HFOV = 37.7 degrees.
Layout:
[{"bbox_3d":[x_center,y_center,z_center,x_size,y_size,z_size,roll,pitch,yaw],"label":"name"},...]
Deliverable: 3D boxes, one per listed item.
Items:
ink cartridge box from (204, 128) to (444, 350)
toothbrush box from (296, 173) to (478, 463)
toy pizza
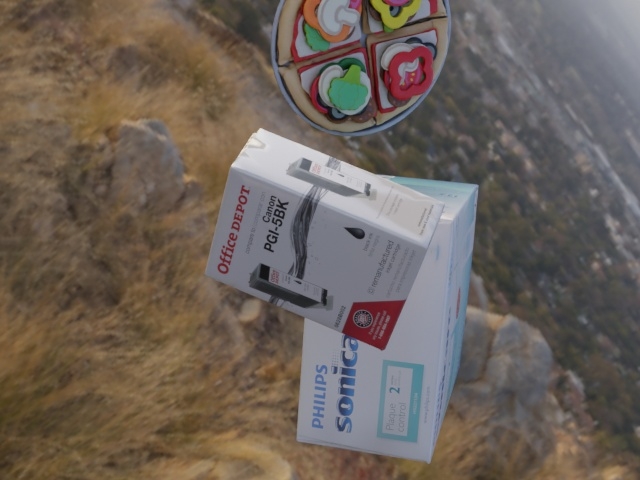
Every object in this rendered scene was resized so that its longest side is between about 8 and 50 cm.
[{"bbox_3d":[0.000,0.000,0.623,0.135,0.099,0.056,22,38,5],"label":"ink cartridge box"},{"bbox_3d":[0.075,0.056,0.922,0.295,0.126,0.216,-29,125,-74],"label":"toothbrush box"},{"bbox_3d":[0.047,-0.198,0.929,0.201,0.201,0.032,37,3,-35],"label":"toy pizza"}]
